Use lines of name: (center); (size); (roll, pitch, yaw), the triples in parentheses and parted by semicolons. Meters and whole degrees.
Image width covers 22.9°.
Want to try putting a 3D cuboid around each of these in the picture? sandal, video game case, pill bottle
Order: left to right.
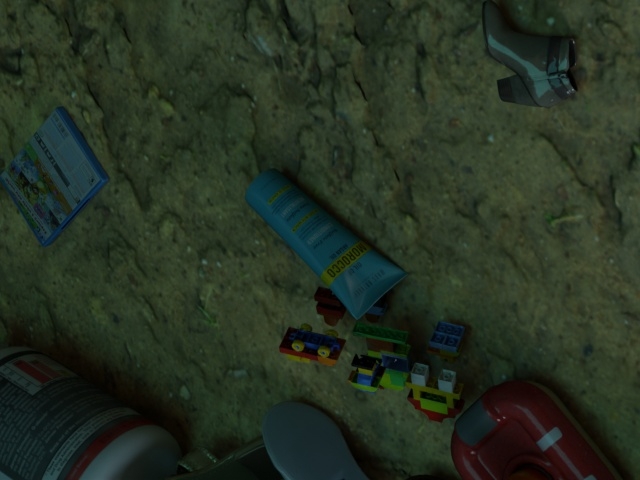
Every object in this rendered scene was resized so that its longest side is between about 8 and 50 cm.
pill bottle: (-0.376, 0.266, 2.091); (0.363, 0.210, 0.210); (28, 119, 30)
video game case: (-0.355, -0.083, 2.094); (0.166, 0.015, 0.119); (-42, 77, 39)
sandal: (-0.133, 0.291, 1.990); (0.240, 0.079, 0.088); (-27, 119, 18)

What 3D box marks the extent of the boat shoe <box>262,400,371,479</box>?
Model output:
boat shoe: (0.017, 0.301, 1.864); (0.258, 0.095, 0.084); (50, 156, 31)

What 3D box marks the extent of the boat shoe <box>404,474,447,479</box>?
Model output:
boat shoe: (0.181, 0.366, 1.751); (0.257, 0.095, 0.095); (35, 129, 25)

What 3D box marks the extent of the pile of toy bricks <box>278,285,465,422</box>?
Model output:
pile of toy bricks: (0.071, 0.135, 1.777); (0.212, 0.118, 0.105); (12, 141, 19)

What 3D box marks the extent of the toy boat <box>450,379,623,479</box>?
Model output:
toy boat: (0.216, 0.268, 1.652); (0.231, 0.151, 0.151); (51, 129, 15)

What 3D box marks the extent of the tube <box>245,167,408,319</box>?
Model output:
tube: (0.000, 0.000, 1.803); (0.207, 0.080, 0.052); (42, 167, 23)

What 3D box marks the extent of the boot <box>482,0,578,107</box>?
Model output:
boot: (0.214, -0.191, 1.590); (0.087, 0.042, 0.118); (-9, 99, 34)
